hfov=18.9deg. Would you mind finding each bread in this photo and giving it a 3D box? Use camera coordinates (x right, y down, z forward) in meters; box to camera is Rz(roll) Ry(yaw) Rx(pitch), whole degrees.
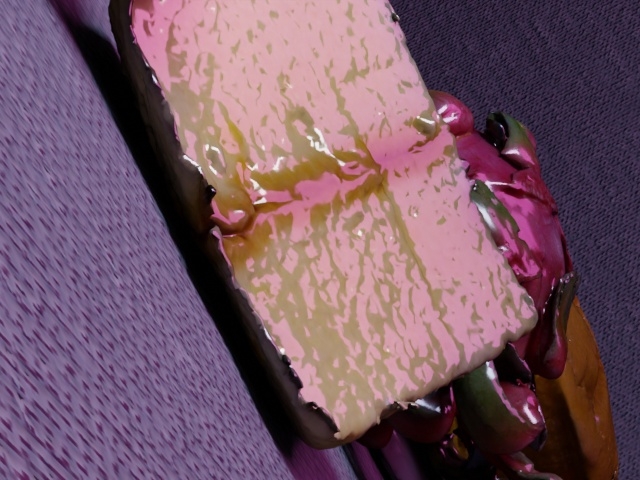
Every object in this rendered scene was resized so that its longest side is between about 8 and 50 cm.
[{"bbox_3d":[0.139,0.106,1.422,0.195,0.143,0.269,-107,178,-46],"label":"bread"},{"bbox_3d":[0.005,-0.026,0.891,0.178,0.135,0.240,-84,149,-86],"label":"bread"}]

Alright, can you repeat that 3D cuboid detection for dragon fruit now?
[{"bbox_3d":[0.063,0.032,1.186,0.272,0.198,0.218,-82,-178,-46],"label":"dragon fruit"}]

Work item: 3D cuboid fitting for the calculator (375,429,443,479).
[{"bbox_3d":[0.042,0.102,1.460,0.294,0.043,0.194,-111,176,-47],"label":"calculator"}]
